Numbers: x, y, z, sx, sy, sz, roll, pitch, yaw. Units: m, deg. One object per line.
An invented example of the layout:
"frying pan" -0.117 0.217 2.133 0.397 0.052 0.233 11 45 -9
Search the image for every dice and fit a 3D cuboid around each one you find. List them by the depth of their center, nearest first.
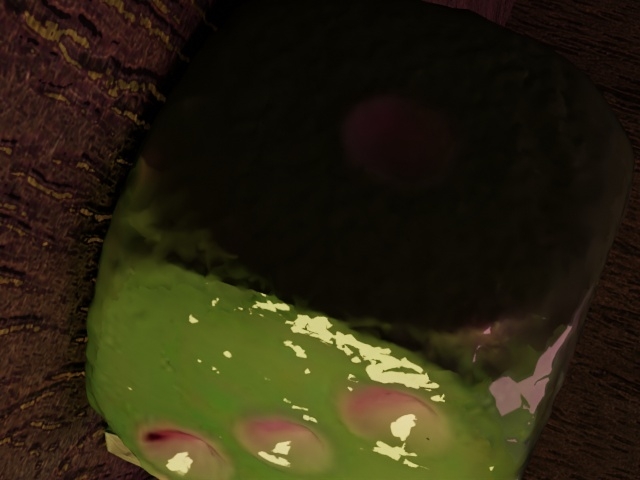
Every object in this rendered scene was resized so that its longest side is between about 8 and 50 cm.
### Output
"dice" 0.028 0.031 1.173 0.330 0.322 0.318 105 9 -52

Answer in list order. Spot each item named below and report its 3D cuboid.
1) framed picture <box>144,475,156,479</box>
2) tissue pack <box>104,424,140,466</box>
"framed picture" -0.189 0.358 1.508 0.197 0.014 0.252 8 89 -83
"tissue pack" -0.119 0.132 1.328 0.079 0.085 0.111 95 19 -63
